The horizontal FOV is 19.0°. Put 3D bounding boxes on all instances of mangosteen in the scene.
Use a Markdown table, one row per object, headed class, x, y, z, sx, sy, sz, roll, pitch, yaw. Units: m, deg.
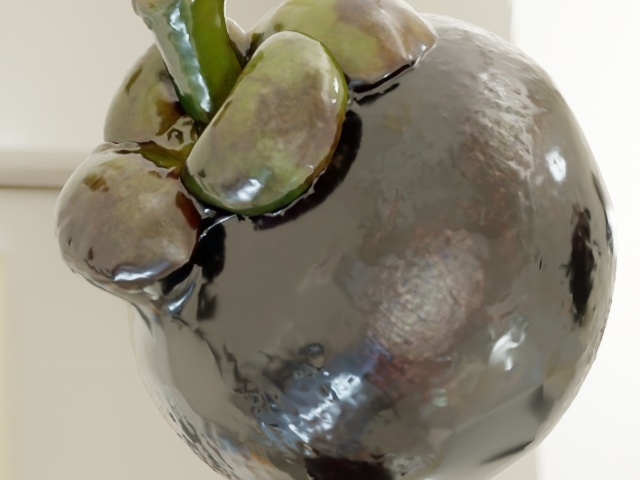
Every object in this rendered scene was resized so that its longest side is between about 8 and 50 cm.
| class | x | y | z | sx | sy | sz | roll | pitch | yaw |
| --- | --- | --- | --- | --- | --- | --- | --- | --- | --- |
| mangosteen | 0.007 | 0.013 | 1.052 | 0.297 | 0.313 | 0.296 | 2 | -88 | 52 |
